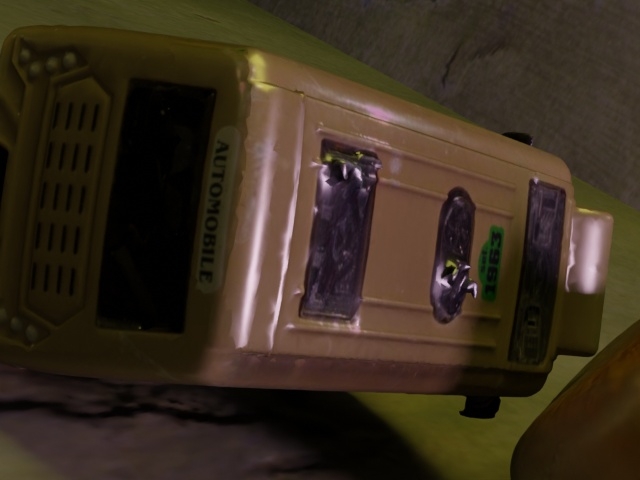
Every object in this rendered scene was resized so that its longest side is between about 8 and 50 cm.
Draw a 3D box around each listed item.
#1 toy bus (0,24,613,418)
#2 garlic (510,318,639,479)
[{"bbox_3d":[0.000,0.000,0.610,0.157,0.139,0.289,7,-4,34],"label":"toy bus"},{"bbox_3d":[0.168,0.086,0.661,0.145,0.164,0.245,17,4,9],"label":"garlic"}]
